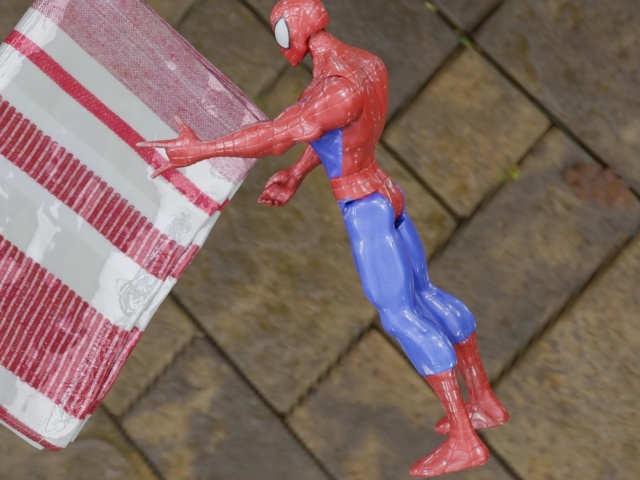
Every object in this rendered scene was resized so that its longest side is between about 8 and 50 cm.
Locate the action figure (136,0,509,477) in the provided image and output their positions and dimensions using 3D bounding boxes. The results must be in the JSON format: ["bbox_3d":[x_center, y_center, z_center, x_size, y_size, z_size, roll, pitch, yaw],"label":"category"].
[{"bbox_3d":[0.000,0.000,1.026,0.139,0.091,0.280,-12,105,20],"label":"action figure"}]

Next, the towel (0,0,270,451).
[{"bbox_3d":[-0.195,-0.026,1.384,0.037,0.237,0.329,16,69,54],"label":"towel"}]
